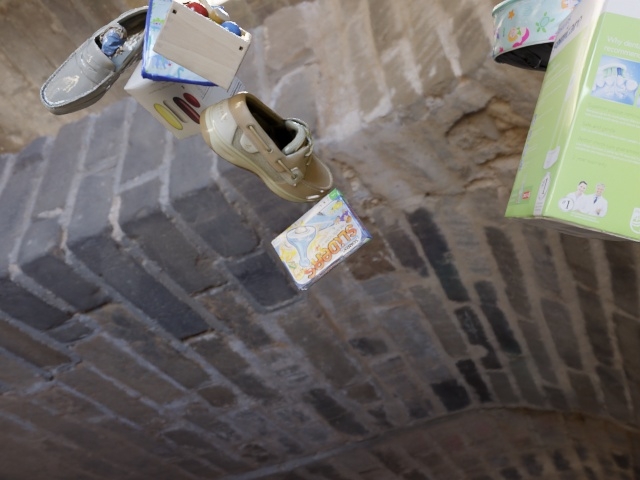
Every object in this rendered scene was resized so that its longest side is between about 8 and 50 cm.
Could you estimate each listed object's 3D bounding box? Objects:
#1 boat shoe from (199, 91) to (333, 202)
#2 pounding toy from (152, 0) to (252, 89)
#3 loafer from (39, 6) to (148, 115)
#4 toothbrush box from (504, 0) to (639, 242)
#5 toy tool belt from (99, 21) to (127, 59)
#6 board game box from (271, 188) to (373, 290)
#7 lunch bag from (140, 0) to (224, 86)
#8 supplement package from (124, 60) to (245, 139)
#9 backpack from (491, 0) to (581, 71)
[{"bbox_3d":[-0.058,-0.148,0.941,0.302,0.098,0.109,27,47,-49],"label":"boat shoe"},{"bbox_3d":[-0.163,-0.298,0.802,0.130,0.100,0.141,25,21,-16],"label":"pounding toy"},{"bbox_3d":[-0.470,-0.390,1.217,0.112,0.319,0.111,48,-4,0],"label":"loafer"},{"bbox_3d":[0.338,-0.148,0.691,0.206,0.122,0.283,-11,115,-84],"label":"toothbrush box"},{"bbox_3d":[-0.430,-0.403,1.174,0.052,0.083,0.051,23,30,-41],"label":"toy tool belt"},{"bbox_3d":[0.000,0.000,1.272,0.136,0.201,0.035,57,20,20],"label":"board game box"},{"bbox_3d":[-0.232,-0.326,0.968,0.096,0.129,0.151,113,-23,-58],"label":"lunch bag"},{"bbox_3d":[-0.347,-0.394,1.475,0.203,0.194,0.149,44,52,-39],"label":"supplement package"},{"bbox_3d":[0.434,-0.383,0.998,0.225,0.254,0.191,-160,-116,-71],"label":"backpack"}]
